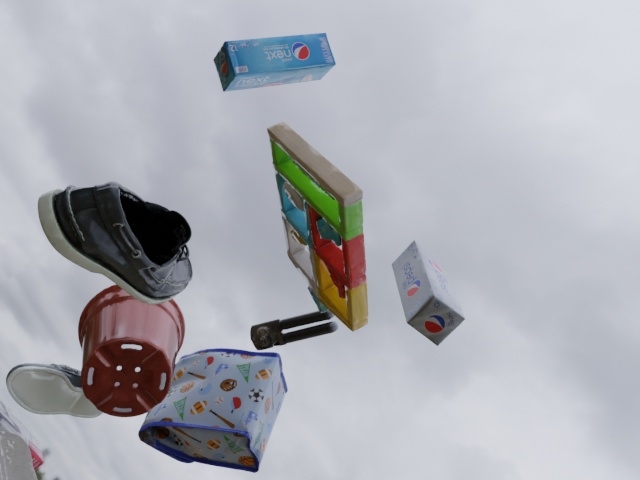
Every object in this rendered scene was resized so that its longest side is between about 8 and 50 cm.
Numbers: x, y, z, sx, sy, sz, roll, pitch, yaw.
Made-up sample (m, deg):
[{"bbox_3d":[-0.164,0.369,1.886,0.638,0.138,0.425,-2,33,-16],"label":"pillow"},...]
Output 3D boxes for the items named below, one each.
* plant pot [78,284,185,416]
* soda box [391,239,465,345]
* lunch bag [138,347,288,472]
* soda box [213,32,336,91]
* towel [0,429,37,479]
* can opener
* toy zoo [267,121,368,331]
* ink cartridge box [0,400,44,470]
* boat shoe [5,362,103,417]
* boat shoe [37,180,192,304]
[{"bbox_3d":[-0.462,0.273,1.589,0.265,0.272,0.272,-129,-164,-69],"label":"plant pot"},{"bbox_3d":[0.243,0.113,1.509,0.098,0.091,0.286,36,19,-16],"label":"soda box"},{"bbox_3d":[-0.334,0.518,2.050,0.385,0.328,0.239,3,-53,14],"label":"lunch bag"},{"bbox_3d":[-0.082,-0.327,1.199,0.071,0.210,0.067,-27,-101,61],"label":"soda box"},{"bbox_3d":[-0.636,0.456,1.252,0.187,0.049,0.282,34,4,-40],"label":"towel"},{"bbox_3d":[-0.072,0.247,1.833,0.283,0.095,0.076,-17,-96,26],"label":"can opener"},{"bbox_3d":[0.000,0.000,0.924,0.192,0.030,0.293,46,-26,41],"label":"toy zoo"},{"bbox_3d":[-0.750,0.433,1.483,0.237,0.100,0.172,55,-21,-16],"label":"ink cartridge box"},{"bbox_3d":[-0.659,0.363,1.627,0.099,0.116,0.319,36,-4,35],"label":"boat shoe"},{"bbox_3d":[-0.239,-0.002,0.912,0.340,0.113,0.127,52,18,-63],"label":"boat shoe"}]
